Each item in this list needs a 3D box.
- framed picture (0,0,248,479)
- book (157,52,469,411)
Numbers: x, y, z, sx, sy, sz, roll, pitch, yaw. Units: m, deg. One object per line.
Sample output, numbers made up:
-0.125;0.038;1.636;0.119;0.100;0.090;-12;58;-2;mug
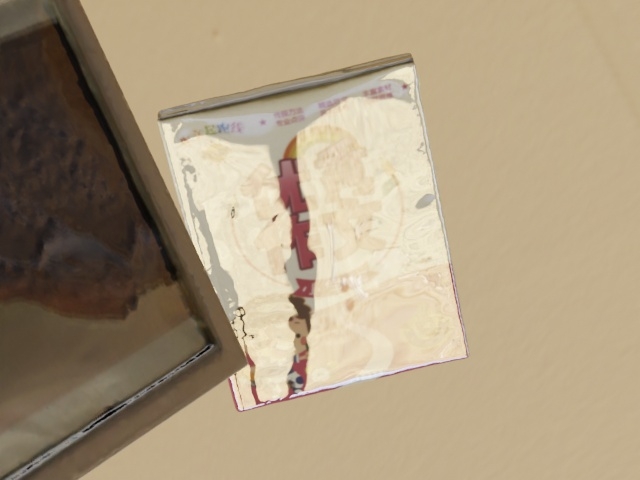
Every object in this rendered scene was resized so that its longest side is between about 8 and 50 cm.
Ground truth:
-0.143;0.012;0.722;0.265;0.018;0.192;-33;-80;-51;framed picture
0.000;0.000;1.260;0.162;0.232;0.022;-14;-146;-2;book
